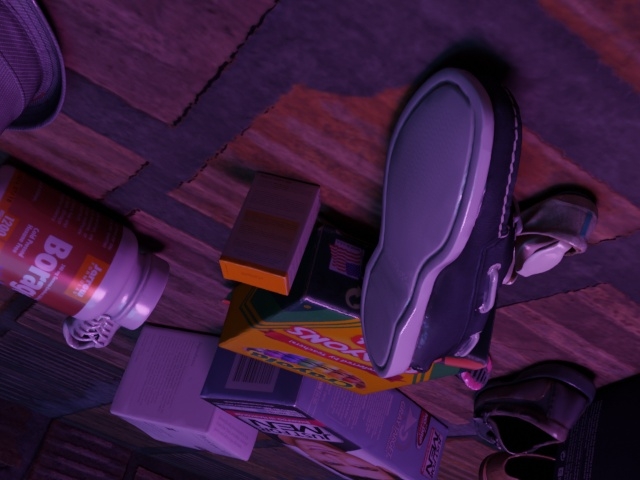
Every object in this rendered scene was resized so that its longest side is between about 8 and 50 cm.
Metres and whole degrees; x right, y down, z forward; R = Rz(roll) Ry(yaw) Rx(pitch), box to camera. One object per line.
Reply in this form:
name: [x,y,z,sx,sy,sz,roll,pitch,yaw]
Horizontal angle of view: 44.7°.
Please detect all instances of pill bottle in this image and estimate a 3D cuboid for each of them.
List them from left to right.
pill bottle: [-0.287,0.016,0.880,0.216,0.121,0.121,30,152,-24]

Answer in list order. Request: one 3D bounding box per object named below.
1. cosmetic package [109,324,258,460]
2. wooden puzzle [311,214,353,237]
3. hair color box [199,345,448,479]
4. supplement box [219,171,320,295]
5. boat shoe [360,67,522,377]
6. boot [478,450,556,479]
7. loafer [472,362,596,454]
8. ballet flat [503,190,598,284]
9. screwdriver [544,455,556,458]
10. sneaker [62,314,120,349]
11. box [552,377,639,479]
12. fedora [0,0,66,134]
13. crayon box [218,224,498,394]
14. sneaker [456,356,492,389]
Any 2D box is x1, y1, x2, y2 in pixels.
cosmetic package: [-0.198,0.241,1.237,0.184,0.151,0.151,6,153,25]
wooden puzzle: [0.000,0.000,0.778,0.116,0.014,0.078,29,153,-21]
hair color box: [0.019,0.264,1.182,0.185,0.113,0.374,-4,147,40]
supplement box: [-0.043,-0.007,0.692,0.062,0.098,0.036,15,151,10]
boat shoe: [0.100,-0.005,0.594,0.091,0.114,0.302,-8,145,-17]
boot: [0.401,0.391,1.174,0.305,0.112,0.115,17,154,0]
loafer: [0.246,0.226,0.976,0.096,0.084,0.267,28,154,3]
ballet flat: [0.158,0.008,0.640,0.057,0.052,0.168,24,155,-13]
screwdriver: [0.392,0.327,1.171,0.025,0.024,0.170,-4,169,-20]
sneaker: [-0.306,0.107,1.110,0.094,0.091,0.258,26,154,-15]
box: [0.477,0.282,0.829,0.343,0.178,0.312,21,156,-6]
fedora: [-0.329,-0.137,0.596,0.244,0.124,0.275,19,155,-2]
crayon box: [0.018,0.096,0.861,0.202,0.081,0.318,21,157,-17]
sneaker: [0.156,0.136,0.925,0.119,0.047,0.057,38,168,-32]
